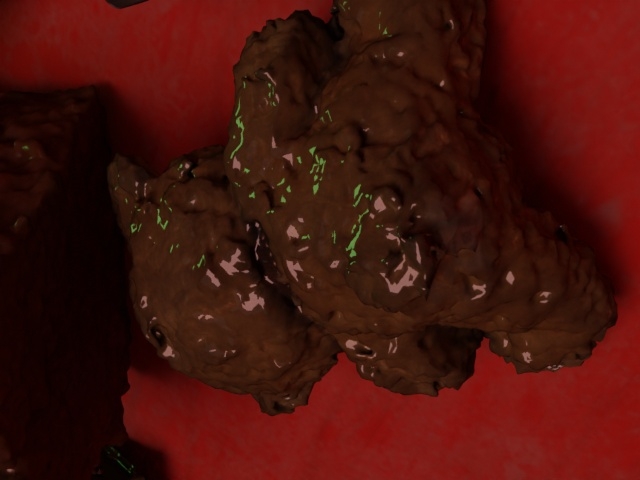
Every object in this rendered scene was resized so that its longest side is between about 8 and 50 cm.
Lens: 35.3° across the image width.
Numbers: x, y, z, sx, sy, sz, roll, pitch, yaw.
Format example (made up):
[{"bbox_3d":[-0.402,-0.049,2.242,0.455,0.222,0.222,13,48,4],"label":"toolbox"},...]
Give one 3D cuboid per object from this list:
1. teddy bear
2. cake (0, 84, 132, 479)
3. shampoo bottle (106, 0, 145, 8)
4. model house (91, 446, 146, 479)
[{"bbox_3d":[0.000,0.000,0.560,0.256,0.156,0.267,-21,104,40],"label":"teddy bear"},{"bbox_3d":[-0.287,0.053,0.661,0.290,0.256,0.282,3,120,4],"label":"cake"},{"bbox_3d":[-0.043,-0.186,0.531,0.246,0.080,0.079,-8,109,35],"label":"shampoo bottle"},{"bbox_3d":[-0.164,0.276,0.827,0.248,0.176,0.181,3,117,12],"label":"model house"}]
